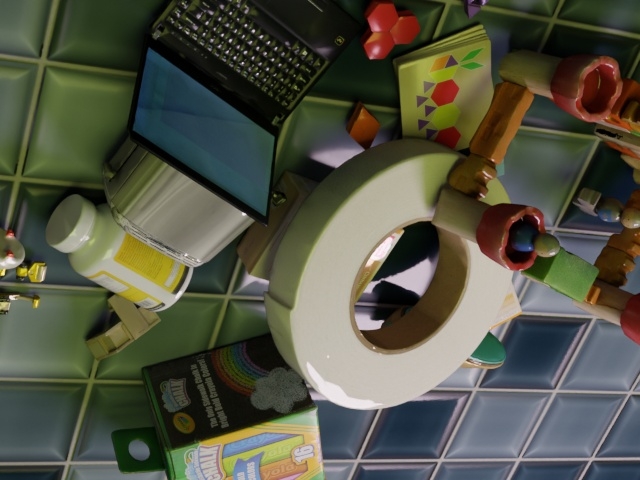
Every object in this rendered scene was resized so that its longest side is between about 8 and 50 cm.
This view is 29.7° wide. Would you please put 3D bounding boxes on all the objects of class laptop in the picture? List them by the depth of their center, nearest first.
[{"bbox_3d":[-0.083,-0.197,1.450,0.234,0.136,0.264,34,102,-38],"label":"laptop"}]

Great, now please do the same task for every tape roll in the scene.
[{"bbox_3d":[0.105,0.050,1.672,0.392,0.072,0.392,-17,122,-30],"label":"tape roll"}]

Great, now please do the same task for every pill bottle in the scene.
[{"bbox_3d":[-0.263,0.013,1.574,0.103,0.103,0.184,-45,129,14],"label":"pill bottle"}]

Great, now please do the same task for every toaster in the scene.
[{"bbox_3d":[-0.169,-0.065,1.540,0.146,0.129,0.227,-43,132,17],"label":"toaster"}]

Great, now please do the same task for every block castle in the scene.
[{"bbox_3d":[0.396,-0.050,1.655,0.453,0.213,0.303,27,89,-42],"label":"block castle"}]

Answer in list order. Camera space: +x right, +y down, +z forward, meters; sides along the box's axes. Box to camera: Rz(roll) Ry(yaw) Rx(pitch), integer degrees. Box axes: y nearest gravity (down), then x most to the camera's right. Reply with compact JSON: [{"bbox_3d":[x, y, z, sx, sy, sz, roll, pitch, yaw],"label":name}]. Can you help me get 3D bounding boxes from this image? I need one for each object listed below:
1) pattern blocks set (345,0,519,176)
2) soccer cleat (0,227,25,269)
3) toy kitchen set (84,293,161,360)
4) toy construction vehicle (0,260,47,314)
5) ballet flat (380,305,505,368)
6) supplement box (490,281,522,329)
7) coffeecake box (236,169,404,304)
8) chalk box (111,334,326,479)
[{"bbox_3d":[0.169,-0.197,1.641,0.285,0.026,0.324,-11,130,-17],"label":"pattern blocks set"},{"bbox_3d":[-0.471,0.002,1.509,0.196,0.068,0.076,16,133,-30],"label":"soccer cleat"},{"bbox_3d":[-0.287,0.113,1.694,0.083,0.075,0.068,-37,97,-36],"label":"toy kitchen set"},{"bbox_3d":[-0.415,0.052,1.590,0.098,0.035,0.086,1,114,-27],"label":"toy construction vehicle"},{"bbox_3d":[0.191,0.157,1.909,0.232,0.080,0.073,23,142,-32],"label":"ballet flat"},{"bbox_3d":[0.274,0.087,1.900,0.062,0.036,0.098,-27,131,-2],"label":"supplement box"},{"bbox_3d":[0.000,0.000,1.696,0.185,0.068,0.142,19,115,-33],"label":"coffeecake box"},{"bbox_3d":[-0.158,0.286,1.779,0.289,0.180,0.179,-15,129,-10],"label":"chalk box"}]
